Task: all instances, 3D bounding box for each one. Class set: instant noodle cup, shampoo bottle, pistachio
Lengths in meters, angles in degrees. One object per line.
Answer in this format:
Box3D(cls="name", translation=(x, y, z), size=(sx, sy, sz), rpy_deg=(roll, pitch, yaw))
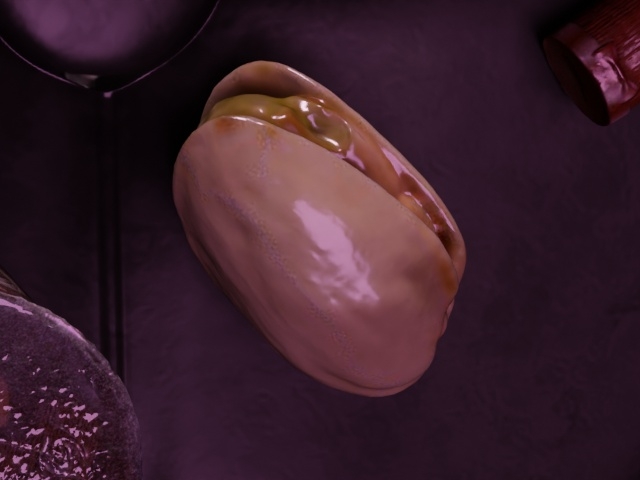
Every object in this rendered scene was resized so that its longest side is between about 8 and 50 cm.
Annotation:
Box3D(cls="instant noodle cup", translation=(-0.223, 0.088, 0.834), size=(0.217, 0.207, 0.217), rpy_deg=(-8, 113, -21))
Box3D(cls="shampoo bottle", translation=(0.286, -0.187, 1.012), size=(0.314, 0.076, 0.118), rpy_deg=(-35, 119, -6))
Box3D(cls="pistachio", translation=(0.000, 0.000, 0.938), size=(0.144, 0.144, 0.215), rpy_deg=(-40, 110, -4))
